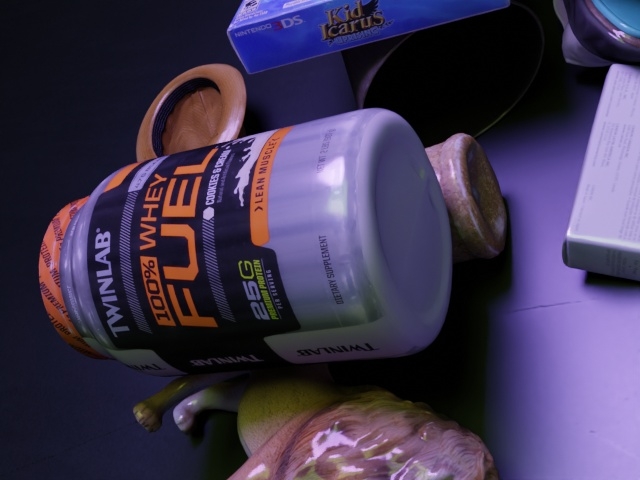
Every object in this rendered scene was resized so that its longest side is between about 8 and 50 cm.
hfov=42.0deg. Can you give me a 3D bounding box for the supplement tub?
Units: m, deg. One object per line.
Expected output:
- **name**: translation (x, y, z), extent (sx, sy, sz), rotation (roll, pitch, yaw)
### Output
- **supplement tub**: translation (-0.066, 0.013, 0.698), extent (0.316, 0.193, 0.193), rotation (-10, 53, 27)

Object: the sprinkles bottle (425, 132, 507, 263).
- **sprinkles bottle**: translation (0.000, 0.000, 0.839), extent (0.355, 0.121, 0.121), rotation (-17, 50, 27)

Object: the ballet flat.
- **ballet flat**: translation (0.281, -0.233, 0.829), extent (0.095, 0.096, 0.280), rotation (10, 44, -5)

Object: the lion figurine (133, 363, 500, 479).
- **lion figurine**: translation (-0.027, 0.154, 0.737), extent (0.240, 0.142, 0.392), rotation (-36, 39, -1)

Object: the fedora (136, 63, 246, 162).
- **fedora**: translation (-0.154, -0.139, 1.095), extent (0.194, 0.079, 0.194), rotation (-16, 56, 26)

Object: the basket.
- **basket**: translation (0.103, -0.225, 0.917), extent (0.204, 0.154, 0.227), rotation (-32, 41, 7)

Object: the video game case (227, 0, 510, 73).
- **video game case**: translation (0.061, -0.289, 0.851), extent (0.270, 0.061, 0.244), rotation (-9, 40, 24)

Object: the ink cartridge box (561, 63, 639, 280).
- **ink cartridge box**: translation (0.337, -0.048, 0.688), extent (0.232, 0.066, 0.189), rotation (13, 66, 20)
